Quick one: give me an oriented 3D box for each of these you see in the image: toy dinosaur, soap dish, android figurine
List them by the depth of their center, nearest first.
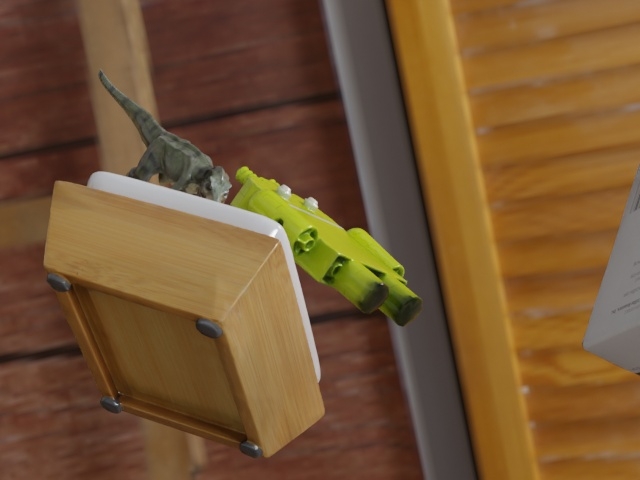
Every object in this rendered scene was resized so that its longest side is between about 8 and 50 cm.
[{"bbox_3d":[-0.128,0.078,1.532,0.229,0.291,0.118,16,57,20],"label":"soap dish"},{"bbox_3d":[-0.164,-0.067,1.674,0.064,0.118,0.268,-7,34,-37],"label":"toy dinosaur"},{"bbox_3d":[0.000,0.000,1.947,0.273,0.056,0.248,42,11,34],"label":"android figurine"}]

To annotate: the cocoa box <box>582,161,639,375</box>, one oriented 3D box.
[{"bbox_3d":[0.433,0.014,1.470,0.228,0.231,0.347,24,-19,-9],"label":"cocoa box"}]
